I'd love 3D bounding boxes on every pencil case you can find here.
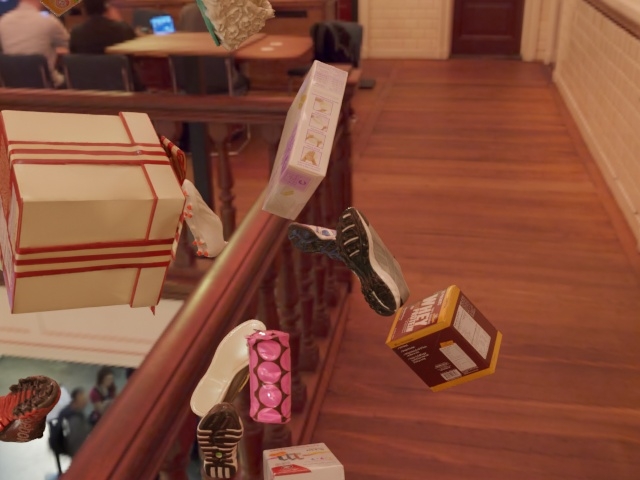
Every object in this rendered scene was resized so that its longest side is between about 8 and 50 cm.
[{"bbox_3d":[-0.115,0.301,1.613,0.098,0.209,0.095,-4,4,-24],"label":"pencil case"}]

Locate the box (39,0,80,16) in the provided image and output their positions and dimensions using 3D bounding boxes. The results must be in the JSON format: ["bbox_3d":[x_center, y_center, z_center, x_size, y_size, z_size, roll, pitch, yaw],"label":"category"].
[{"bbox_3d":[-0.631,-0.646,1.712,0.103,0.114,0.203,-30,62,12],"label":"box"}]

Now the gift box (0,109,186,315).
[{"bbox_3d":[-0.342,-0.026,1.118,0.258,0.255,0.276,-4,48,-31],"label":"gift box"}]

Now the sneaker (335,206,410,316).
[{"bbox_3d":[0.125,0.045,1.747,0.100,0.271,0.108,-26,-1,42],"label":"sneaker"}]

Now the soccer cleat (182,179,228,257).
[{"bbox_3d":[-0.265,-0.054,1.629,0.068,0.196,0.076,9,36,44],"label":"soccer cleat"}]

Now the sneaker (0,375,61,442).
[{"bbox_3d":[-0.652,0.383,1.643,0.276,0.135,0.097,-30,45,29],"label":"sneaker"}]

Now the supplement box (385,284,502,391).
[{"bbox_3d":[0.306,0.245,1.815,0.191,0.194,0.129,-30,22,40],"label":"supplement box"}]

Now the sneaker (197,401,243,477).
[{"bbox_3d":[-0.241,0.443,1.793,0.107,0.281,0.162,7,41,-5],"label":"sneaker"}]

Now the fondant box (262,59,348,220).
[{"bbox_3d":[-0.039,-0.250,1.847,0.096,0.238,0.330,18,60,-13],"label":"fondant box"}]

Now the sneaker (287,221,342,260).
[{"bbox_3d":[0.000,0.000,2.167,0.211,0.080,0.081,23,25,17],"label":"sneaker"}]

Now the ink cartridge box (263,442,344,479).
[{"bbox_3d":[-0.033,0.459,1.345,0.128,0.127,0.176,-4,-2,-11],"label":"ink cartridge box"}]

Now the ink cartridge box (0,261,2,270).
[{"bbox_3d":[-0.746,0.047,1.943,0.181,0.224,0.056,37,41,-3],"label":"ink cartridge box"}]

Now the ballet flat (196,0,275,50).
[{"bbox_3d":[-0.172,-0.458,1.107,0.147,0.409,0.146,-6,66,13],"label":"ballet flat"}]

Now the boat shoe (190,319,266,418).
[{"bbox_3d":[-0.247,0.358,2.026,0.109,0.091,0.305,25,67,20],"label":"boat shoe"}]
